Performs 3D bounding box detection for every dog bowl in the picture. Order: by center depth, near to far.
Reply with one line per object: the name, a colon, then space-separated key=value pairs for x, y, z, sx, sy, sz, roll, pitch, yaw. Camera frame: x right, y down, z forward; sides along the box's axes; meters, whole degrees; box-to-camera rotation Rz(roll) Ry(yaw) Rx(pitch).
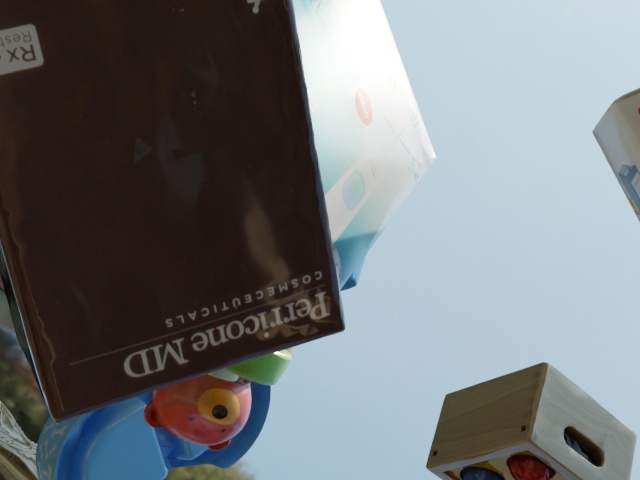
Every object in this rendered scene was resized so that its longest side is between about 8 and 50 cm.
dog bowl: x=-0.189 y=0.209 z=1.409 sx=0.297 sy=0.165 sz=0.074 roll=-30 pitch=-151 yaw=-34

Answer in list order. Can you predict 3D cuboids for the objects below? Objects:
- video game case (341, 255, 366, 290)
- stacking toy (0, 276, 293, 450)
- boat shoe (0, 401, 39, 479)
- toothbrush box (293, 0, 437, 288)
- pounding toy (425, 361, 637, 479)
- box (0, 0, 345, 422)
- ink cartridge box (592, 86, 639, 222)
video game case: x=0.000 y=0.000 z=1.218 sx=0.119 sy=0.015 sz=0.166 roll=-18 pitch=-148 yaw=30
stacking toy: x=-0.175 y=0.095 z=1.098 sx=0.130 sy=0.309 sz=0.279 roll=-65 pitch=-170 yaw=-1
boat shoe: x=-0.391 y=0.255 z=1.496 sx=0.073 sy=0.223 sz=0.080 roll=-38 pitch=-167 yaw=15
toothbrush box: x=-0.034 y=-0.092 z=1.003 sx=0.126 sy=0.216 sz=0.295 roll=-12 pitch=-160 yaw=27
pounding toy: x=0.177 y=0.181 z=0.962 sx=0.130 sy=0.141 sz=0.100 roll=-27 pitch=-147 yaw=46
box: x=-0.120 y=-0.109 z=0.718 sx=0.191 sy=0.381 sz=0.143 roll=-17 pitch=-154 yaw=-16
ink cartridge box: x=0.381 y=-0.058 z=1.193 sx=0.154 sy=0.093 sz=0.212 roll=-24 pitch=-102 yaw=-9
